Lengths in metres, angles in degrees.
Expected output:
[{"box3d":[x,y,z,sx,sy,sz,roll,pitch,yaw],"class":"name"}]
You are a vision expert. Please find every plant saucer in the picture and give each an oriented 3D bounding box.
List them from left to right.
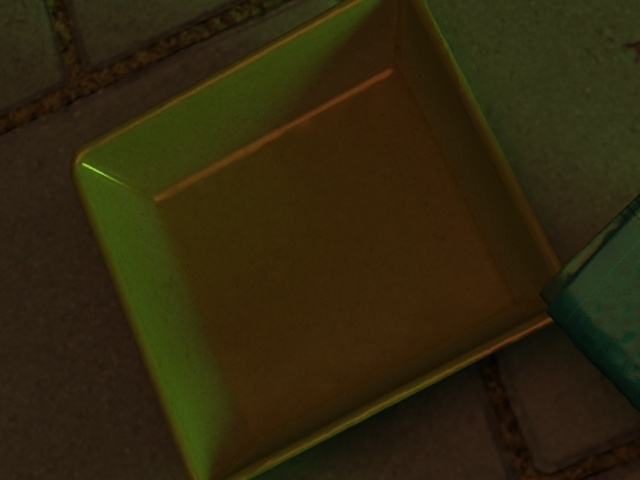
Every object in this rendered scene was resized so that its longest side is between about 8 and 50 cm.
[{"box3d":[0.000,0.000,1.451,0.332,0.081,0.333,-28,65,9],"class":"plant saucer"}]

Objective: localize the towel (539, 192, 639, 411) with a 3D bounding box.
[{"box3d":[0.374,0.078,1.277,0.271,0.040,0.370,-44,79,1],"class":"towel"}]
